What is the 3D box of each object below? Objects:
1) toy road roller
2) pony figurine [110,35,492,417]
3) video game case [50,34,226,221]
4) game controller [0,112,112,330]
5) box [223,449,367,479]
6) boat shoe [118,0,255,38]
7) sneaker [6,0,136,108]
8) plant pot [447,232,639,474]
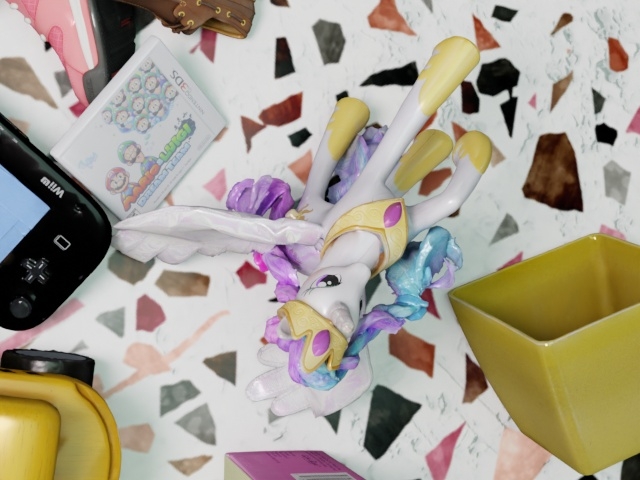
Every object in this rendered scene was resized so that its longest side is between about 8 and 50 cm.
[{"bbox_3d":[-0.348,0.191,1.005,0.329,0.240,0.203,8,87,-16],"label":"toy road roller"},{"bbox_3d":[0.000,0.000,1.088,0.303,0.351,0.363,43,59,-18],"label":"pony figurine"},{"bbox_3d":[-0.181,-0.106,1.130,0.157,0.019,0.143,-51,140,-11],"label":"video game case"},{"bbox_3d":[-0.359,-0.058,1.077,0.319,0.067,0.166,42,108,-13],"label":"game controller"},{"bbox_3d":[-0.024,0.351,1.113,0.117,0.213,0.243,2,89,-16],"label":"box"},{"bbox_3d":[-0.138,-0.242,1.138,0.178,0.064,0.060,-2,95,-43],"label":"boat shoe"},{"bbox_3d":[-0.286,-0.273,1.114,0.136,0.116,0.314,-14,101,13],"label":"sneaker"},{"bbox_3d":[0.296,0.130,1.226,0.212,0.212,0.187,-20,109,-16],"label":"plant pot"}]
